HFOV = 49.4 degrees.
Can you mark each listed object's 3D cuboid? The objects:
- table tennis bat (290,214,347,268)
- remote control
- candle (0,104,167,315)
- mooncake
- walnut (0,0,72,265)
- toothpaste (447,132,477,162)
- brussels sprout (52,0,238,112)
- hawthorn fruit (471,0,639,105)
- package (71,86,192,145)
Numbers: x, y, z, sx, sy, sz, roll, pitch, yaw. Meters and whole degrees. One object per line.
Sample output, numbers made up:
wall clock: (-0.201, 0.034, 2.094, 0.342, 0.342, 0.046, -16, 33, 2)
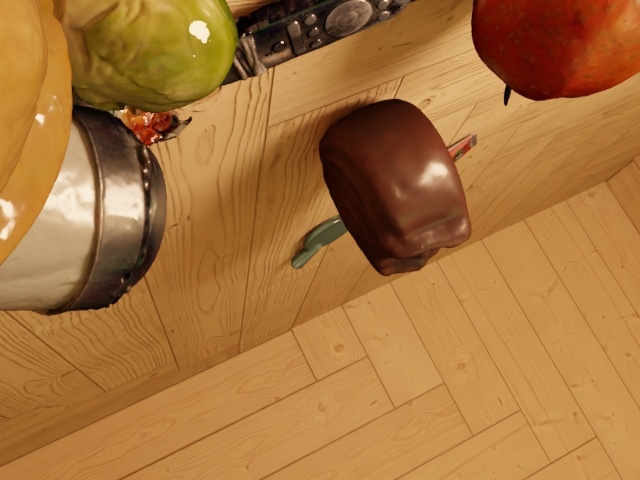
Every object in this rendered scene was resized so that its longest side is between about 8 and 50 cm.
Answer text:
table tennis bat: (0.000, 0.000, 1.800, 0.149, 0.038, 0.237, -13, 156, -49)
remote control: (-0.027, -0.254, 0.796, 0.266, 0.066, 0.090, -23, 153, -1)
candle: (-0.332, -0.035, 0.641, 0.221, 0.221, 0.343, -37, 156, 33)
mooncake: (0.119, -0.074, 1.194, 0.174, 0.333, 0.326, -24, -154, -9)
walnut: (-0.322, -0.088, 0.314, 0.384, 0.383, 0.383, -26, 166, -7)
toothpaste: (0.273, -0.175, 1.656, 0.234, 0.057, 0.089, -36, 164, 3)
brussels sprout: (-0.155, -0.190, 0.640, 0.146, 0.131, 0.183, -9, 174, 22)
hawthorn fruit: (0.313, -0.282, 0.890, 0.254, 0.254, 0.300, -20, 149, -27)
package: (-0.261, -0.129, 0.832, 0.166, 0.040, 0.232, -30, 165, 11)
